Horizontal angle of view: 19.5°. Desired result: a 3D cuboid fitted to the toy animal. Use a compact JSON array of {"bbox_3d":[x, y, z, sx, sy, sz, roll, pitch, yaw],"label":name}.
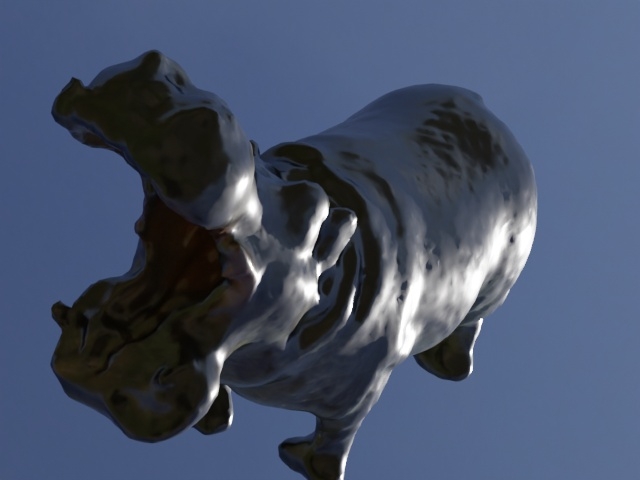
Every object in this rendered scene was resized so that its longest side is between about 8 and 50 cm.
[{"bbox_3d":[-0.008,0.016,0.756,0.106,0.343,0.168,25,-77,21],"label":"toy animal"}]
